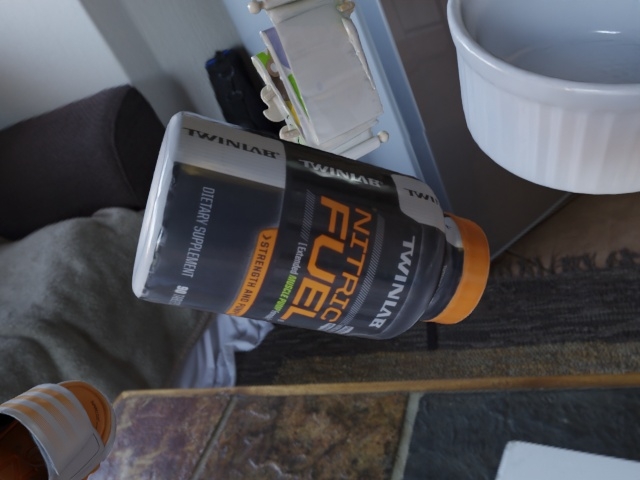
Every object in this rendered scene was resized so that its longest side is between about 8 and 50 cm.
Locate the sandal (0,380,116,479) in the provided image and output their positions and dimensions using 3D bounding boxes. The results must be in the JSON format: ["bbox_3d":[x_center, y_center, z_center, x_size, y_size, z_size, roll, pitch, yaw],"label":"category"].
[{"bbox_3d":[-0.267,0.194,0.481,0.102,0.076,0.265,26,25,6],"label":"sandal"}]

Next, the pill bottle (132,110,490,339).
[{"bbox_3d":[0.000,0.000,0.410,0.246,0.130,0.130,12,23,-20],"label":"pill bottle"}]

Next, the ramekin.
[{"bbox_3d":[0.261,-0.172,0.517,0.278,0.135,0.277,-8,49,9],"label":"ramekin"}]

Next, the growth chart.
[{"bbox_3d":[-0.002,-0.200,0.693,0.172,0.237,0.021,-21,10,-24],"label":"growth chart"}]
